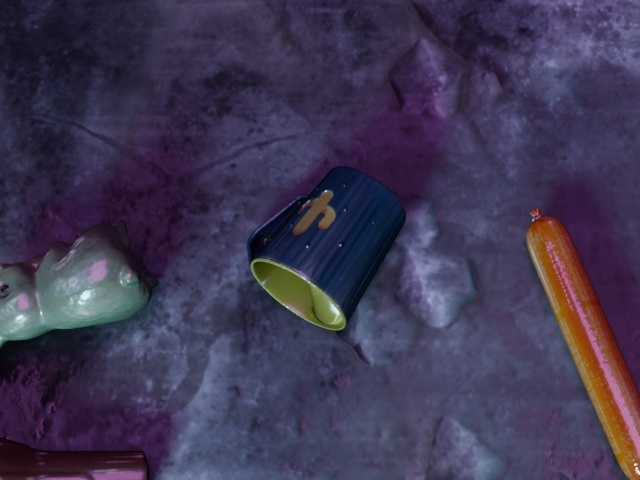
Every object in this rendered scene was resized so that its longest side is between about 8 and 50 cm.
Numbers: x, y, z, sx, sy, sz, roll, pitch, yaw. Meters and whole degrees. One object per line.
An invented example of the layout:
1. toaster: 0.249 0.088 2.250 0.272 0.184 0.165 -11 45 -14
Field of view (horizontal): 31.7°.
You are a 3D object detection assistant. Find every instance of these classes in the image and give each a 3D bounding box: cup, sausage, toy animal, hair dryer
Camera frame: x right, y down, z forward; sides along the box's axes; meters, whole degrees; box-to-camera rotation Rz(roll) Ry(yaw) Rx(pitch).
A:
1. cup: 0.000 0.000 1.320 0.176 0.131 0.155 20 65 40
2. sausage: 0.306 0.117 1.267 0.053 0.053 0.347 -18 68 -2
3. toy animal: -0.324 0.069 1.318 0.251 0.127 0.125 -25 71 -1
4. hair dryer: -0.349 0.382 1.221 0.313 0.123 0.340 2 79 -5
